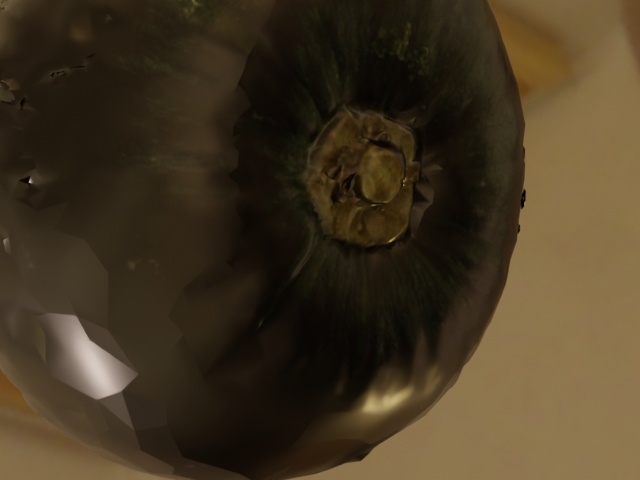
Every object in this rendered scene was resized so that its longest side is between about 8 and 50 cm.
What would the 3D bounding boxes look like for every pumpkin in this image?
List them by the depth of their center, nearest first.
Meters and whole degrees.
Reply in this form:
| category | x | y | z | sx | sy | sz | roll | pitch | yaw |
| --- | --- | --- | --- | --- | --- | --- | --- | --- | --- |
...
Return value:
| category | x | y | z | sx | sy | sz | roll | pitch | yaw |
| --- | --- | --- | --- | --- | --- | --- | --- | --- | --- |
| pumpkin | -0.031 | -0.026 | 0.629 | 0.233 | 0.163 | 0.233 | -10 | -74 | -37 |
